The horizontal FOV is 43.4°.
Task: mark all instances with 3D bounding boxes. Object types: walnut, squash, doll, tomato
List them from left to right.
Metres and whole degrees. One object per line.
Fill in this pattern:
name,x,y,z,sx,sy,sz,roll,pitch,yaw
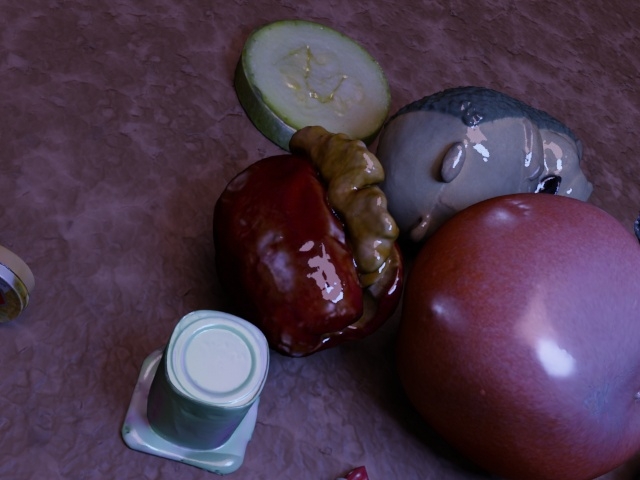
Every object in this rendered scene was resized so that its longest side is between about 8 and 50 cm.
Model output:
squash,-0.005,-0.238,1.251,0.252,0.049,0.252,11,55,-16
walnut,0.000,0.000,0.957,0.222,0.244,0.269,23,25,-46
doll,0.242,-0.097,1.154,0.349,0.247,0.247,-9,61,-44
tomato,0.264,0.115,0.944,0.341,0.273,0.341,-7,104,-28

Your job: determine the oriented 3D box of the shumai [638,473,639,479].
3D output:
shumai,0.504,0.377,1.008,0.225,0.222,0.261,12,17,18

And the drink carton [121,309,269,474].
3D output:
drink carton,-0.125,0.154,0.883,0.146,0.142,0.144,18,52,-9

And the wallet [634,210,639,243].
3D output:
wallet,0.493,0.101,1.088,0.379,0.046,0.190,34,36,-58

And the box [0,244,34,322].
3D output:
box,-0.367,0.044,0.878,0.105,0.105,0.037,22,46,-8

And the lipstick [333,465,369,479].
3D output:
lipstick,0.001,0.310,0.886,0.063,0.057,0.186,43,50,9
